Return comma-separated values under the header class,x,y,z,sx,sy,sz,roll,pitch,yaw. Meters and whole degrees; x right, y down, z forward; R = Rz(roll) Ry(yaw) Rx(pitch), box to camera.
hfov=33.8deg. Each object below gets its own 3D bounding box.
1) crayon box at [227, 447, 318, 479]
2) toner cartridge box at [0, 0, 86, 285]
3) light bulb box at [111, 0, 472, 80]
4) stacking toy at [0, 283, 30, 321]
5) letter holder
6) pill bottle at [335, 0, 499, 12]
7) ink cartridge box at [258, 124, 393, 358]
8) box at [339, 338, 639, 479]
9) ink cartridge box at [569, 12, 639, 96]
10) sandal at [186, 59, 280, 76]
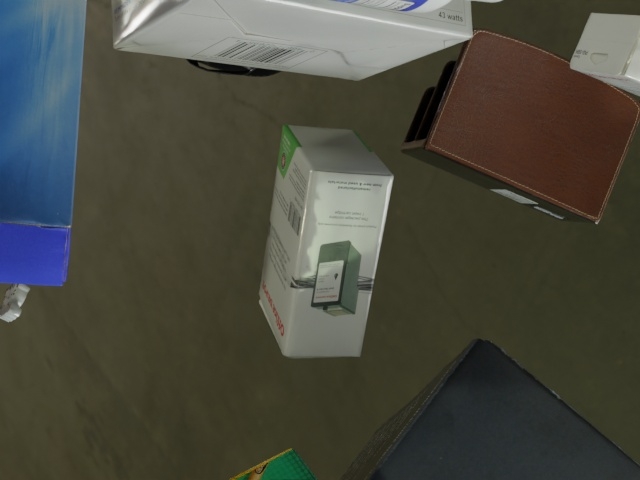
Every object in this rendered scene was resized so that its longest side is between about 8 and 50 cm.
class,x,y,z,sx,sy,sz,roll,pitch,yaw
crayon box,-0.135,0.346,1.119,0.081,0.278,0.165,51,144,25
toner cartridge box,-0.241,-0.142,0.704,0.075,0.165,0.348,117,153,-55
light bulb box,-0.036,-0.394,1.177,0.225,0.357,0.361,-10,81,53
stacking toy,-0.512,0.068,1.404,0.167,0.052,0.221,33,142,-31
letter holder,0.315,-0.182,1.655,0.301,0.215,0.152,22,179,-10
pill bottle,0.047,-0.276,0.892,0.152,0.272,0.152,-6,83,63
ink cartridge box,0.000,0.000,1.547,0.211,0.121,0.289,-120,36,-62
box,0.123,0.457,1.457,0.297,0.480,0.472,39,152,7
ink cartridge box,0.310,-0.155,0.948,0.056,0.135,0.099,-70,20,8
sandal,-0.174,-0.299,1.684,0.097,0.254,0.055,-44,43,52
